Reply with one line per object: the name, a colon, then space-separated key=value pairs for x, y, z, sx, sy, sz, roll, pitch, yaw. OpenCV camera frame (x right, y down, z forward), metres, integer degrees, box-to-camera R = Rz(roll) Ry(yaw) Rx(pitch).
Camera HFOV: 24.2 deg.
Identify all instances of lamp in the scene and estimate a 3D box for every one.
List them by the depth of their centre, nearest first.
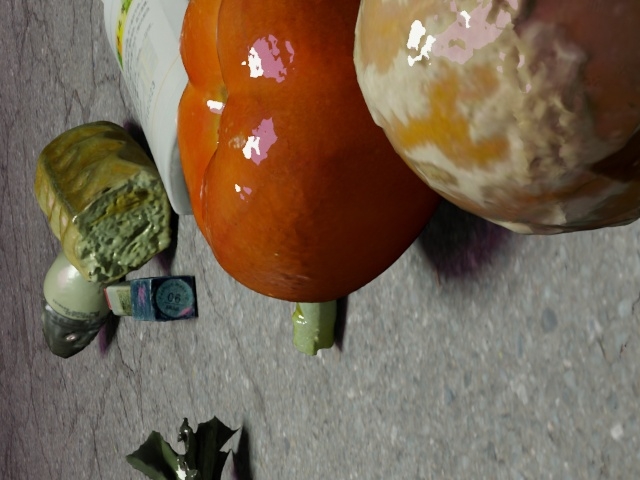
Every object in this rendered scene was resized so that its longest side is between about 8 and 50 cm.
lamp: x=-0.318 y=0.072 z=1.974 sx=0.250 sy=0.101 sz=0.101 roll=114 pitch=145 yaw=-46

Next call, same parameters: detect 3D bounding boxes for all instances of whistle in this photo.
whistle: x=0.000 y=0.000 z=1.214 sx=0.104 sy=0.057 sz=0.198 roll=-114 pitch=19 yaw=-63

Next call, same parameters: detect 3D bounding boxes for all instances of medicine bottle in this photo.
medicine bottle: x=-0.126 y=-0.183 z=1.396 sx=0.324 sy=0.124 sz=0.179 roll=-118 pitch=31 yaw=-42

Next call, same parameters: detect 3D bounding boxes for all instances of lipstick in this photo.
lipstick: x=-0.214 y=0.070 z=1.774 sx=0.312 sy=0.051 sz=0.051 roll=173 pitch=90 yaw=-70

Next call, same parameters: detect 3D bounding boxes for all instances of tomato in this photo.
tomato: x=0.000 y=-0.088 z=1.009 sx=0.260 sy=0.180 sz=0.260 roll=178 pitch=90 yaw=-68

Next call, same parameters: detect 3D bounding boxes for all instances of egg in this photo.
egg: x=0.111 y=-0.096 z=0.707 sx=0.233 sy=0.195 sz=0.195 roll=78 pitch=180 yaw=-72

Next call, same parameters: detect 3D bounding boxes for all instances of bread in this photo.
bread: x=-0.260 y=-0.056 z=1.765 sx=0.152 sy=0.130 sz=0.268 roll=-53 pitch=31 yaw=5

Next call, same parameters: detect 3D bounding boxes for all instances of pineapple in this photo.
pineapple: x=-0.117 y=0.319 z=1.476 sx=0.119 sy=0.130 sz=0.277 roll=-39 pitch=56 yaw=50
